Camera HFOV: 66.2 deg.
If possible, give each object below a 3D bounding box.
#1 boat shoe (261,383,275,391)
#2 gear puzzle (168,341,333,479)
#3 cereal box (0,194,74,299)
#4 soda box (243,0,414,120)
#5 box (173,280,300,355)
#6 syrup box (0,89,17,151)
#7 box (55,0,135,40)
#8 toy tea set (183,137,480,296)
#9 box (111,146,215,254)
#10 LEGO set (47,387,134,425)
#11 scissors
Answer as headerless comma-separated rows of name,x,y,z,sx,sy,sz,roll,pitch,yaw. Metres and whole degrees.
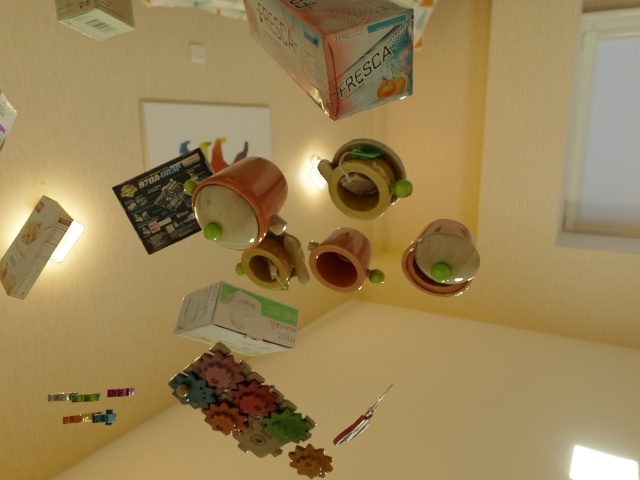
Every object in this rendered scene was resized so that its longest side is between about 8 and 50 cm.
boat shoe,-0.141,0.337,1.068,0.056,0.049,0.152,-21,157,15
gear puzzle,-0.115,0.336,0.880,0.175,0.339,0.044,-39,-165,26
cereal box,-0.747,0.012,1.277,0.173,0.240,0.047,28,176,43
soda box,-0.004,-0.159,0.361,0.063,0.058,0.183,-22,-134,-12
box,-0.233,0.230,1.373,0.262,0.126,0.231,25,149,-31
syrup box,-0.579,-0.134,0.769,0.096,0.236,0.093,20,167,-15
box,-0.567,-0.680,1.207,0.121,0.310,0.148,-7,-179,19
toy tea set,0.000,0.000,0.546,0.336,0.200,0.124,-3,-147,31
box,-0.337,-0.091,1.137,0.220,0.175,0.051,-27,-168,-5
LEGO set,-0.569,0.425,1.249,0.227,0.086,0.093,-8,165,16
scissors,0.130,0.447,1.278,0.109,0.297,0.021,1,-138,-45
